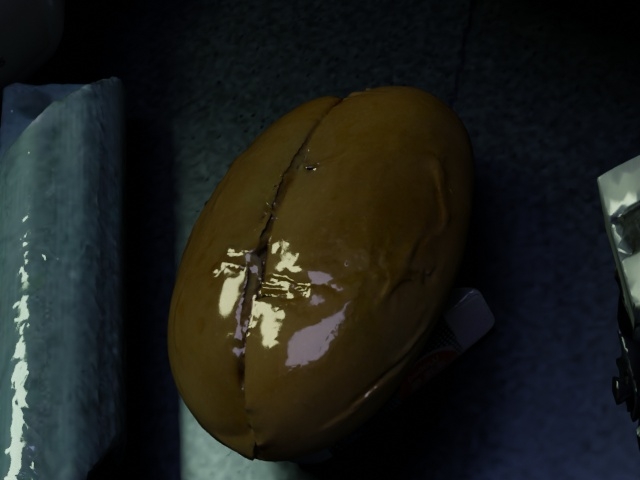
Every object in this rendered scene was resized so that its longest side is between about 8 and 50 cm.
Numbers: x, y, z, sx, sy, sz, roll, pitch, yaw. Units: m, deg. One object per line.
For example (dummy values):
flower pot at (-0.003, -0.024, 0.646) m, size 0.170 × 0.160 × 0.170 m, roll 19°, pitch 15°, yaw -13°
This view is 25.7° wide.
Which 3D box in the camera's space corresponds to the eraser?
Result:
eraser at (0.025, 0.054, 0.548) m, size 0.099 × 0.027 × 0.019 m, roll -39°, pitch 44°, yaw -7°

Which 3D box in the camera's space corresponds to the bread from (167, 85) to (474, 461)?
bread at (0.000, 0.000, 0.547) m, size 0.114 × 0.077 × 0.189 m, roll -16°, pitch 39°, yaw 37°

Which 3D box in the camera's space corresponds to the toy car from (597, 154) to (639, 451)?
toy car at (0.240, 0.012, 0.435) m, size 0.301 × 0.118 × 0.193 m, roll -14°, pitch 51°, yaw 12°

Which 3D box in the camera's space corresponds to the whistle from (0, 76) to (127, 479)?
whistle at (-0.110, 0.050, 0.586) m, size 0.062 × 0.062 × 0.312 m, roll -16°, pitch 53°, yaw 12°

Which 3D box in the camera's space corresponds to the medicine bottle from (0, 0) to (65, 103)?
medicine bottle at (-0.198, -0.122, 0.689) m, size 0.135 × 0.135 × 0.215 m, roll 23°, pitch 59°, yaw 33°
